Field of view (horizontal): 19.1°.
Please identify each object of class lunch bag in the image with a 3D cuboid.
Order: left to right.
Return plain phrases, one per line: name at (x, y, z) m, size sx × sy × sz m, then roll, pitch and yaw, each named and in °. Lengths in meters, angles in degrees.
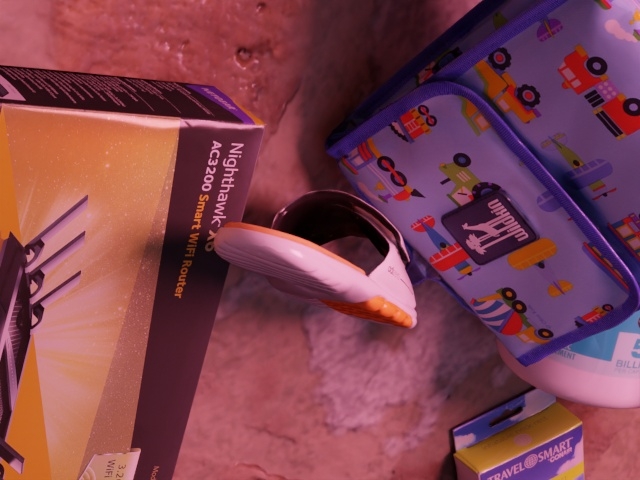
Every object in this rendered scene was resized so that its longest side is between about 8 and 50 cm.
lunch bag at (0.160, -0.056, 1.299) m, size 0.221 × 0.138 × 0.293 m, roll 45°, pitch 126°, yaw -13°

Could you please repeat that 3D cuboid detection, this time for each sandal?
sandal at (0.010, 0.002, 1.277) m, size 0.265 × 0.102 × 0.076 m, roll 36°, pitch 70°, yaw -71°

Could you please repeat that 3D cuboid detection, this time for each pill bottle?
pill bottle at (0.229, -0.017, 1.433) m, size 0.146 × 0.146 × 0.264 m, roll -3°, pitch 115°, yaw -33°

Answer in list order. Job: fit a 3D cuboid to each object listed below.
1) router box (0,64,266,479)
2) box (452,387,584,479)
router box at (-0.189, 0.045, 1.224) m, size 0.243 × 0.081 × 0.308 m, roll 1°, pitch 113°, yaw -35°
box at (0.169, 0.215, 1.586) m, size 0.109 × 0.042 × 0.178 m, roll -24°, pitch 126°, yaw -23°
